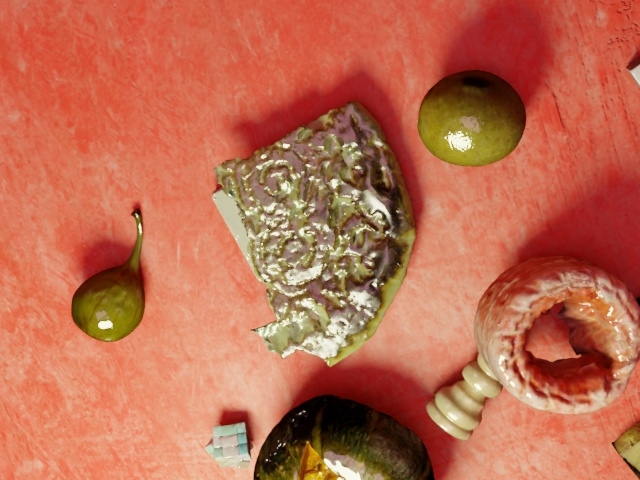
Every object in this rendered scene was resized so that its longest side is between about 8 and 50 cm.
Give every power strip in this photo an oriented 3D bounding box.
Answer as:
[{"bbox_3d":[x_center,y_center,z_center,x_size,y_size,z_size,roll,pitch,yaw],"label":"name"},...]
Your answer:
[{"bbox_3d":[-0.108,-0.021,1.554,0.081,0.035,0.192,-25,100,16],"label":"power strip"}]

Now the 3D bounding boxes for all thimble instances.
[{"bbox_3d":[0.361,0.138,1.411,0.239,0.162,0.239,-1,95,-7],"label":"thimble"}]

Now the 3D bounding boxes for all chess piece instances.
[{"bbox_3d":[0.259,0.238,1.536,0.094,0.094,0.170,36,102,-1],"label":"chess piece"}]

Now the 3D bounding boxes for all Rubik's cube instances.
[{"bbox_3d":[-0.162,0.369,1.667,0.084,0.075,0.073,5,153,10],"label":"Rubik's cube"}]

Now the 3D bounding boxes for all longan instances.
[{"bbox_3d":[0.226,-0.174,1.391,0.155,0.176,0.145,30,69,24],"label":"longan"}]

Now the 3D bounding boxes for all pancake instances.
[{"bbox_3d":[0.005,-0.002,1.509,0.305,0.067,0.426,-10,104,11],"label":"pancake"}]

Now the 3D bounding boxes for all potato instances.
[{"bbox_3d":[0.536,0.329,1.513,0.103,0.066,0.096,-35,121,10],"label":"potato"}]

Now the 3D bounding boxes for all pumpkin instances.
[{"bbox_3d":[0.037,0.419,1.575,0.321,0.192,0.320,3,106,9],"label":"pumpkin"}]

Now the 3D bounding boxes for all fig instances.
[{"bbox_3d":[-0.347,0.059,1.607,0.124,0.124,0.236,19,85,5],"label":"fig"}]

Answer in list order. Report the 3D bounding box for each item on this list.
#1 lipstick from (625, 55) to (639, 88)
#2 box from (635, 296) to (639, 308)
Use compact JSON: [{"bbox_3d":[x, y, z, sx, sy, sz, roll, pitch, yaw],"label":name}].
[{"bbox_3d":[0.566,-0.142,1.359,0.068,0.066,0.317,-35,97,20],"label":"lipstick"},{"bbox_3d":[0.635,0.204,1.461,0.180,0.047,0.324,-28,100,18],"label":"box"}]
